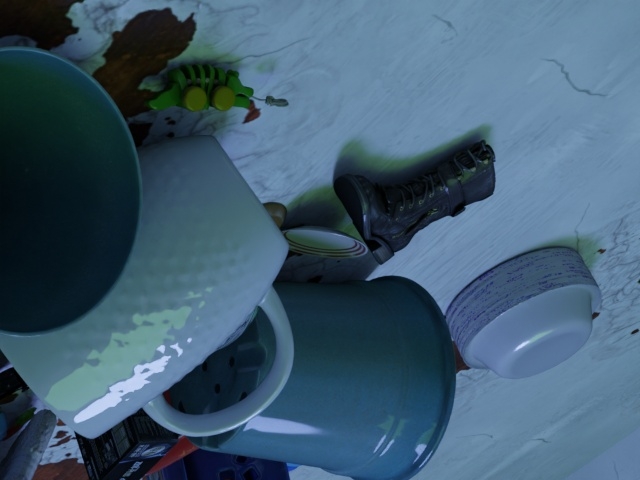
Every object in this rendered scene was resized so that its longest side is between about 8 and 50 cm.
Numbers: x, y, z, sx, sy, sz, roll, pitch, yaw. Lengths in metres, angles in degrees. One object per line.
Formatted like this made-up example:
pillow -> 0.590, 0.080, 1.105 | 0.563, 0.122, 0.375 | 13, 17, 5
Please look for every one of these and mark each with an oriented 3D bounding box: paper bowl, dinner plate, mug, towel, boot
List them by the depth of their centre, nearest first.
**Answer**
mug -> -0.189, 0.071, 1.600 | 0.328, 0.374, 0.276 | -35, -166, 0
boot -> 0.148, -0.080, 1.918 | 0.229, 0.091, 0.263 | -32, 157, 0
dinner plate -> 0.000, 0.000, 1.931 | 0.141, 0.017, 0.141 | 6, 164, 2
towel -> -0.497, 0.391, 2.079 | 0.049, 0.187, 0.282 | 27, 141, -11
paper bowl -> 0.386, 0.149, 2.435 | 0.284, 0.148, 0.284 | -19, 151, -11

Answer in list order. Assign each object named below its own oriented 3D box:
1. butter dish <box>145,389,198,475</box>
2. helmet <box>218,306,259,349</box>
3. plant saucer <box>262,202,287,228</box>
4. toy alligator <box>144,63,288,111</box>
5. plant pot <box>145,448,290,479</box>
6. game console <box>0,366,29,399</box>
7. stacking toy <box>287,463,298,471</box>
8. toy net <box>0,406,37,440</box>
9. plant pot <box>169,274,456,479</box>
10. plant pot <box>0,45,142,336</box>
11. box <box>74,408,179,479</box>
butter dish -> -0.254, 0.279, 2.160 | 0.160, 0.159, 0.118 | -31, 175, 11
helmet -> -0.160, 0.070, 1.791 | 0.169, 0.161, 0.169 | -21, 167, -5
plant saucer -> -0.084, -0.023, 1.879 | 0.083, 0.015, 0.083 | -20, 152, -11
toy alligator -> -0.118, -0.180, 1.539 | 0.190, 0.056, 0.051 | -5, 106, -33
plant pot -> -0.191, 0.388, 2.293 | 0.212, 0.236, 0.236 | -8, 148, -18
game console -> -0.408, 0.188, 1.884 | 0.361, 0.044, 0.213 | -27, 179, 23
stacking toy -> -0.100, 0.405, 2.509 | 0.141, 0.141, 0.330 | 0, 148, -40
toy net -> -0.548, 0.329, 2.094 | 0.232, 0.045, 0.122 | -40, 178, 32
plant pot -> -0.029, 0.201, 2.019 | 0.334, 0.341, 0.341 | 11, 137, -36
plant pot -> -0.359, -0.048, 1.377 | 0.195, 0.290, 0.290 | 0, 174, 42
box -> -0.310, 0.268, 2.025 | 0.078, 0.180, 0.147 | 5, 139, -43
